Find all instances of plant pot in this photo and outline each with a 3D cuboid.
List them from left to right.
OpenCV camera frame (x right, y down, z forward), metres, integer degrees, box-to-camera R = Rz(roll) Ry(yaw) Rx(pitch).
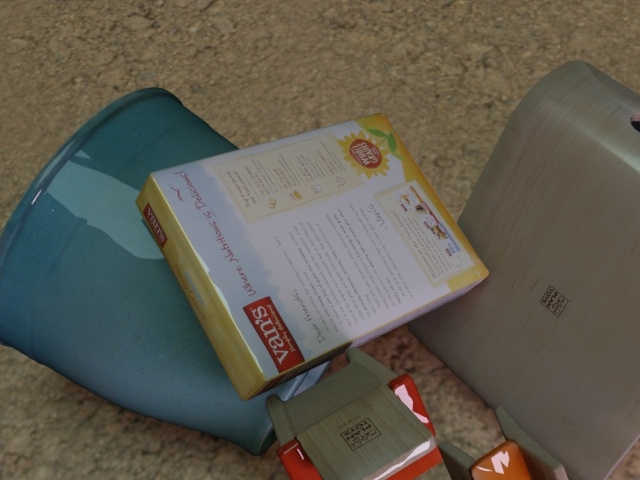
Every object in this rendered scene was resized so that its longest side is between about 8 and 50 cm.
[{"bbox_3d":[-0.105,0.047,0.780,0.255,0.272,0.272,33,64,8],"label":"plant pot"}]

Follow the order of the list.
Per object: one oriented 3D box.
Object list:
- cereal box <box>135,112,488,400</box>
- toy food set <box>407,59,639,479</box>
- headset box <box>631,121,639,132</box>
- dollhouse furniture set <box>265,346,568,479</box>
[{"bbox_3d":[0.000,0.000,0.682,0.240,0.047,0.173,-20,72,-37],"label":"cereal box"},{"bbox_3d":[0.216,0.040,0.719,0.092,0.306,0.219,-17,50,-42],"label":"toy food set"},{"bbox_3d":[0.382,-0.013,0.822,0.282,0.131,0.246,-8,55,2],"label":"headset box"},{"bbox_3d":[0.058,0.218,0.619,0.262,0.259,0.135,-29,25,-10],"label":"dollhouse furniture set"}]
